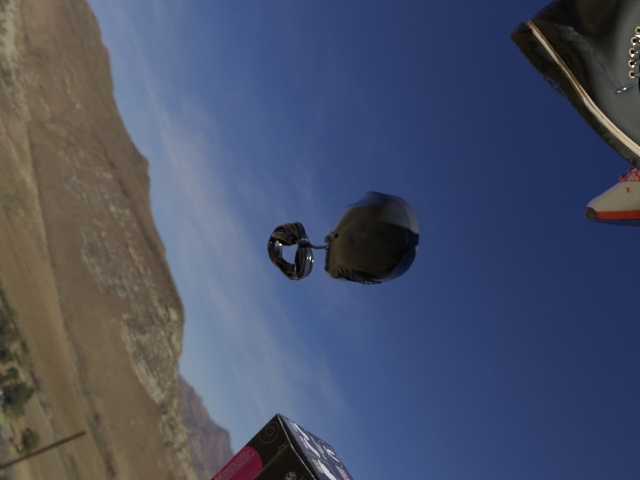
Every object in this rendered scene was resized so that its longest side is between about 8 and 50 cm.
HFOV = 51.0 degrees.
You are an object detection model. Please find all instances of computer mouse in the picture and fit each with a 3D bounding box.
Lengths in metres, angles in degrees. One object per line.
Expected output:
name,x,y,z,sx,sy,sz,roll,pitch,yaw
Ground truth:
computer mouse,0.000,0.000,0.556,0.242,0.041,0.071,-7,-106,63

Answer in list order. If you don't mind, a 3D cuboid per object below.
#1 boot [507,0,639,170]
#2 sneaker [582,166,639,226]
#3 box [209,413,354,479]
boot,0.279,-0.162,0.592,0.198,0.137,0.077,54,21,16
sneaker,0.448,-0.097,0.856,0.270,0.090,0.145,170,-76,-71
box,-0.068,0.383,0.867,0.142,0.247,0.163,43,2,-42
